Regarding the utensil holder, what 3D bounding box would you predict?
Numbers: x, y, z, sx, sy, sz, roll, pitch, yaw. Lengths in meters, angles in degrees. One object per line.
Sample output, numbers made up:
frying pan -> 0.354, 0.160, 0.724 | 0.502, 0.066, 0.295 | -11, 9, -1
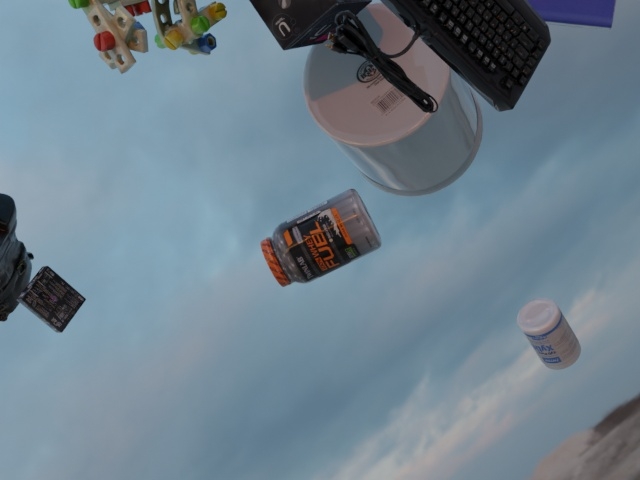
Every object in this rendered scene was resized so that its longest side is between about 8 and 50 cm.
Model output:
utensil holder -> 0.163, -0.296, 1.770 | 0.328, 0.327, 0.385 | -43, -21, 7

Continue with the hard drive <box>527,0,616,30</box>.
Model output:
hard drive -> 0.415, -0.532, 1.582 | 0.040, 0.319, 0.210 | -3, -79, -80

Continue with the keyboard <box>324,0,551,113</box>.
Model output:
keyboard -> 0.124, -0.247, 0.907 | 0.317, 0.033, 0.201 | 34, -92, -31

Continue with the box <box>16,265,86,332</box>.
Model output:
box -> -0.409, 0.090, 1.242 | 0.018, 0.083, 0.067 | -8, 44, 45

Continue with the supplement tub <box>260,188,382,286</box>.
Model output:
supplement tub -> 0.000, 0.000, 1.407 | 0.191, 0.117, 0.117 | -27, -21, 6

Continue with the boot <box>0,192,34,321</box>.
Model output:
boot -> -0.570, 0.070, 1.409 | 0.229, 0.091, 0.262 | 100, -173, -50

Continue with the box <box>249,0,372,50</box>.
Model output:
box -> -0.058, -0.501, 1.485 | 0.143, 0.270, 0.165 | -35, -1, 32

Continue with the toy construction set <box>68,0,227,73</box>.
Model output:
toy construction set -> -0.295, -0.384, 1.352 | 0.151, 0.214, 0.327 | -9, 18, 26

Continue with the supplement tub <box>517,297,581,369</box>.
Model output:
supplement tub -> 0.365, 0.149, 1.301 | 0.071, 0.071, 0.107 | -39, -58, -2
